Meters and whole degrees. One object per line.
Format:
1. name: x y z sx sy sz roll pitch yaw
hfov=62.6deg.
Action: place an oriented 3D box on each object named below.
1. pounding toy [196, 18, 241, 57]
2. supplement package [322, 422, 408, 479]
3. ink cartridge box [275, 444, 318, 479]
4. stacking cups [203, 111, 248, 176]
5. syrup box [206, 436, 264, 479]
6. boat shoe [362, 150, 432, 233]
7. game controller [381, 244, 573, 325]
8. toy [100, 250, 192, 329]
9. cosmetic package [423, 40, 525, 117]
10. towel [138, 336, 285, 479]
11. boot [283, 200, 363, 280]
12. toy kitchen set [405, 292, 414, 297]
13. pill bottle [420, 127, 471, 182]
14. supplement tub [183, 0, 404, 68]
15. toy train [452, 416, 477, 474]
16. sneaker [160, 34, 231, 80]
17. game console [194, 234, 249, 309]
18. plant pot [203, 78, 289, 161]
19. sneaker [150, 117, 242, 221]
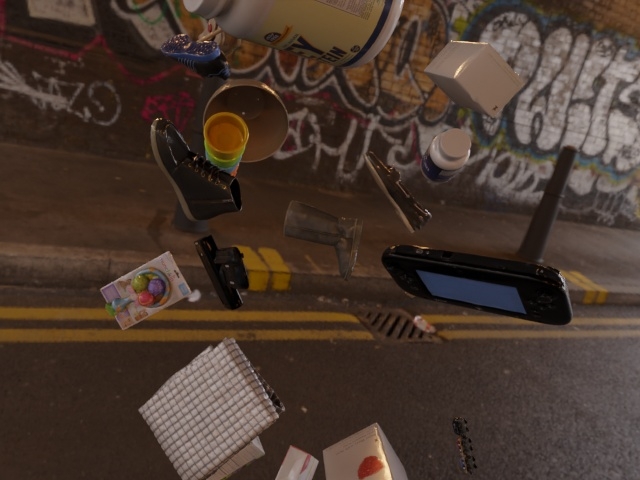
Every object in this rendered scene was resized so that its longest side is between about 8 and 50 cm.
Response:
1. pounding toy: -0.368 -0.737 1.812 0.155 0.154 0.270 -8 -1 -34
2. supplement package: 0.129 0.637 1.320 0.178 0.175 0.293 -29 13 2
3. ink cartridge box: -0.065 0.708 1.609 0.067 0.115 0.198 17 -24 20
4. stacking cups: -0.226 -0.197 1.264 0.096 0.096 0.316 12 -13 -8
5. syrup box: -0.310 0.687 1.674 0.237 0.096 0.093 -31 42 -4
6. boat shoe: 0.259 -0.176 1.766 0.335 0.096 0.112 54 4 -22
7. game controller: 0.264 0.078 0.914 0.319 0.166 0.067 9 55 36
8. toy: -0.497 0.146 1.469 0.237 0.136 0.056 -28 2 11
9. cosmetic package: 0.516 -0.563 1.819 0.197 0.155 0.365 39 12 -20
10. towel: -0.248 0.394 1.236 0.235 0.284 0.121 51 3 19
11. boot: 0.000 0.001 1.428 0.209 0.189 0.076 10 5 4
12. toy kitchen set: 0.309 0.132 1.784 0.068 0.075 0.083 34 36 -18
13. pill bottle: 0.301 -0.204 1.260 0.094 0.094 0.169 14 -11 1
14. supplement tub: -0.045 -0.441 0.888 0.325 0.235 0.235 4 19 -32
15. toy train: 0.325 0.467 1.199 0.027 0.158 0.036 -29 22 -35
16. sneaker: -0.326 -0.470 1.369 0.232 0.081 0.090 27 -22 37
17. game console: -0.244 0.085 1.375 0.044 0.213 0.361 -27 8 -21
18. plant pot: -0.258 -0.441 1.823 0.284 0.284 0.191 9 37 -17
19. sneaker: -0.236 -0.146 1.033 0.118 0.222 0.083 -9 33 19
